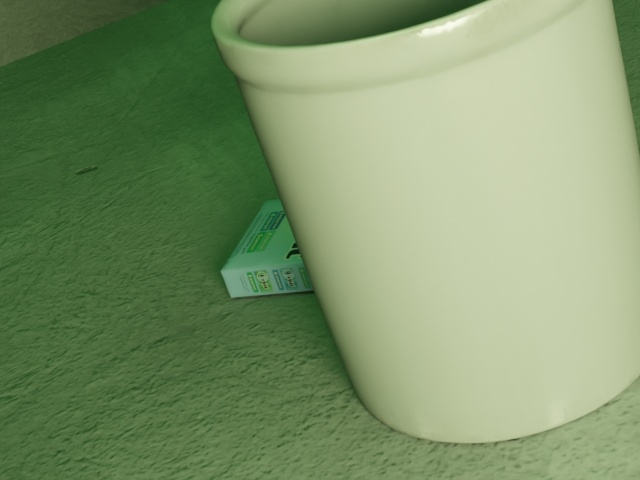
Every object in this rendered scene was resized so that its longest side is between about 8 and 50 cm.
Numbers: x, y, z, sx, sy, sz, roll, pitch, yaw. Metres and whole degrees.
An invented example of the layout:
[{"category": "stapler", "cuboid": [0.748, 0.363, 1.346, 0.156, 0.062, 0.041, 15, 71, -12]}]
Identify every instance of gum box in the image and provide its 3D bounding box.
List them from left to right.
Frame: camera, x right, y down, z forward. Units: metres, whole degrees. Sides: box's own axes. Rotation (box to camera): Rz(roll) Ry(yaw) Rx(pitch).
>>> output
[{"category": "gum box", "cuboid": [0.000, 0.000, 1.444, 0.184, 0.041, 0.157, -7, 29, 23]}]

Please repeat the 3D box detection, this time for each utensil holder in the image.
[{"category": "utensil holder", "cuboid": [0.119, -0.064, 1.114, 0.327, 0.385, 0.327, -14, 27, 7]}]
